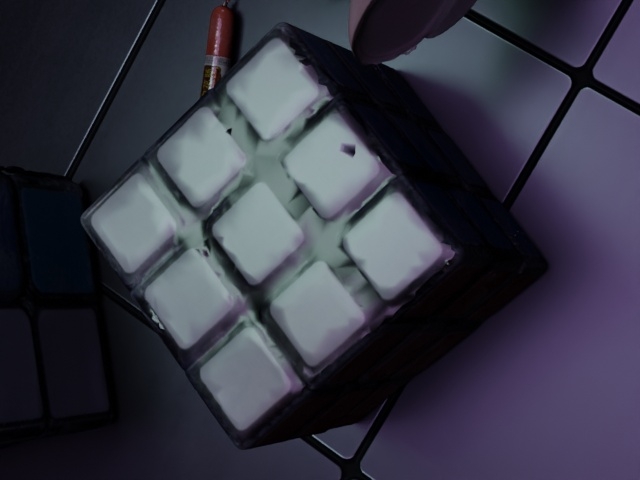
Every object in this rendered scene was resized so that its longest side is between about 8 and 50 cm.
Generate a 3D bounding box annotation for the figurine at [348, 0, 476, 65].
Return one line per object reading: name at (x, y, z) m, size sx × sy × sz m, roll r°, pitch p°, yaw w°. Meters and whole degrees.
figurine at (0.022, -0.323, 1.454) m, size 0.206 × 0.284 × 0.315 m, roll -26°, pitch 66°, yaw -5°

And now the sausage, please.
sausage at (-0.127, -0.159, 1.692) m, size 0.034 × 0.034 × 0.253 m, roll 8°, pitch 90°, yaw 24°

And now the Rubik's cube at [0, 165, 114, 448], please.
Rubik's cube at (-0.462, 0.097, 1.675) m, size 0.313 × 0.316 × 0.318 m, roll -12°, pitch 82°, yaw 23°

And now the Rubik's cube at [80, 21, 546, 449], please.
Rubik's cube at (0.000, 0.000, 1.486) m, size 0.304 × 0.305 × 0.301 m, roll -42°, pitch 72°, yaw 15°
